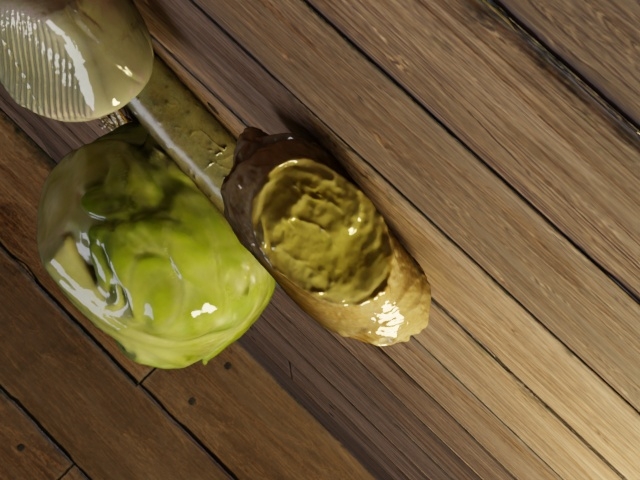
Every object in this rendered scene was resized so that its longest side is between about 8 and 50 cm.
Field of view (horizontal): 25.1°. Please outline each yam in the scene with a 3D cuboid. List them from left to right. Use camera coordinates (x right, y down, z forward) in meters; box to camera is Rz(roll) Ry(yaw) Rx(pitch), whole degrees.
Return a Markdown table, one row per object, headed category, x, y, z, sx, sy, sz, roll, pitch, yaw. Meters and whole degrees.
| category | x | y | z | sx | sy | sz | roll | pitch | yaw |
| --- | --- | --- | --- | --- | --- | --- | --- | --- | --- |
| yam | -0.120 | -0.089 | 1.731 | 0.371 | 0.083 | 0.083 | 49 | 169 | -5 |

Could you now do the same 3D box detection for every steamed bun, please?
| category | x | y | z | sx | sy | sz | roll | pitch | yaw |
| --- | --- | --- | --- | --- | --- | --- | --- | --- | --- |
| steamed bun | -0.272 | -0.234 | 1.599 | 0.238 | 0.152 | 0.170 | 12 | 135 | 47 |

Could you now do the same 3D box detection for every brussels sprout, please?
| category | x | y | z | sx | sy | sz | roll | pitch | yaw |
| --- | --- | --- | --- | --- | --- | --- | --- | --- | --- |
| brussels sprout | -0.198 | 0.012 | 1.833 | 0.328 | 0.247 | 0.328 | 36 | -154 | -21 |

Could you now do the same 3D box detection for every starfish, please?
| category | x | y | z | sx | sy | sz | roll | pitch | yaw |
| --- | --- | --- | --- | --- | --- | --- | --- | --- | --- |
| starfish | -0.297 | -0.158 | 2.237 | 0.138 | 0.050 | 0.247 | 35 | 162 | 52 |

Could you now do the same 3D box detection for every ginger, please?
| category | x | y | z | sx | sy | sz | roll | pitch | yaw |
| --- | --- | --- | --- | --- | --- | --- | --- | --- | --- |
| ginger | 0.000 | 0.000 | 1.470 | 0.276 | 0.130 | 0.221 | 51 | 178 | -2 |

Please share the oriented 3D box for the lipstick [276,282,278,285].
| category | x | y | z | sx | sy | sz | roll | pitch | yaw |
| --- | --- | --- | --- | --- | --- | --- | --- | --- | --- |
| lipstick | -0.080 | 0.017 | 2.062 | 0.158 | 0.048 | 0.048 | 39 | 168 | 33 |
